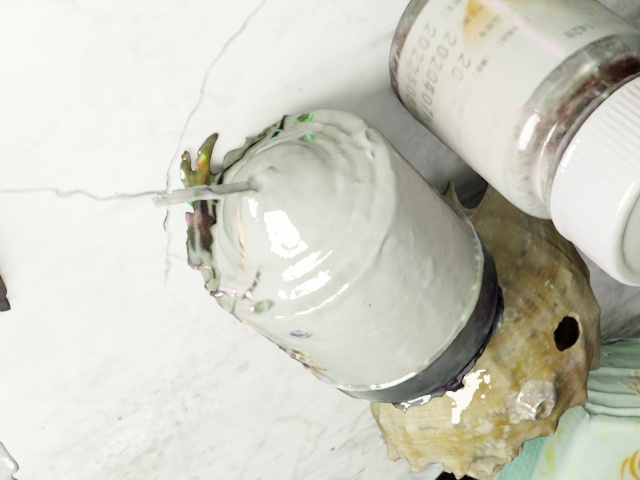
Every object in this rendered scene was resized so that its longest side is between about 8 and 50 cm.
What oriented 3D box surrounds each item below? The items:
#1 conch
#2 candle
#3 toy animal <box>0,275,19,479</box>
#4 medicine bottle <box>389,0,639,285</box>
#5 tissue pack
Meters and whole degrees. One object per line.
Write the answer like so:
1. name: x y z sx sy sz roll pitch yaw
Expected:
1. conch: 0.176 0.092 1.344 0.263 0.186 0.324 -35 145 -40
2. candle: 0.000 0.000 1.093 0.187 0.187 0.330 -47 141 3
3. toy animal: -0.364 0.057 0.915 0.284 0.225 0.302 -20 126 2
4. medicine bottle: 0.190 -0.101 1.093 0.165 0.273 0.165 -23 136 -25
5. tissue pack: 0.341 0.295 1.620 0.287 0.162 0.388 2 126 -17
